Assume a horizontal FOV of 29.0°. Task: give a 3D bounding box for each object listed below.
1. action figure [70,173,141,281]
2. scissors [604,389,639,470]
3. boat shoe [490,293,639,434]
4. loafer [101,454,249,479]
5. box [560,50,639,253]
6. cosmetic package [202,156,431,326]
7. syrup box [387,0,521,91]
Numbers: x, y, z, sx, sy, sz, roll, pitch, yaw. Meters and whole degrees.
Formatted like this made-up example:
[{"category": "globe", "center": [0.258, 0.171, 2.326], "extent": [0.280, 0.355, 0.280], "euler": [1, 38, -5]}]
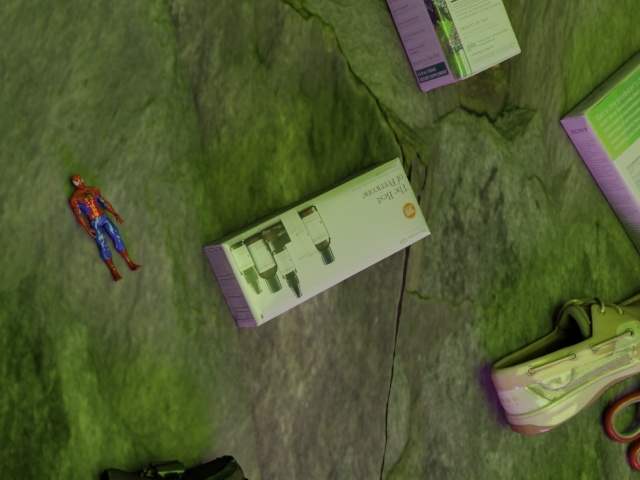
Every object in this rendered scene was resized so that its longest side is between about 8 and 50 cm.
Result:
[{"category": "action figure", "center": [-0.222, -0.016, 1.255], "extent": [0.038, 0.030, 0.115], "euler": [-32, 99, -21]}, {"category": "scissors", "center": [0.468, 0.156, 1.571], "extent": [0.109, 0.021, 0.297], "euler": [38, 84, -14]}, {"category": "boat shoe", "center": [0.334, 0.117, 1.494], "extent": [0.302, 0.109, 0.098], "euler": [-30, 102, -20]}, {"category": "loafer", "center": [-0.212, 0.267, 1.200], "extent": [0.303, 0.109, 0.095], "euler": [-22, 93, -24]}, {"category": "box", "center": [0.475, -0.092, 1.609], "extent": [0.232, 0.058, 0.322], "euler": [-39, 106, -24]}, {"category": "cosmetic package", "center": [0.000, 0.000, 1.351], "extent": [0.239, 0.060, 0.099], "euler": [-28, 100, -26]}, {"category": "syrup box", "center": [0.131, -0.302, 1.421], "extent": [0.096, 0.093, 0.236], "euler": [-27, 99, -26]}]
